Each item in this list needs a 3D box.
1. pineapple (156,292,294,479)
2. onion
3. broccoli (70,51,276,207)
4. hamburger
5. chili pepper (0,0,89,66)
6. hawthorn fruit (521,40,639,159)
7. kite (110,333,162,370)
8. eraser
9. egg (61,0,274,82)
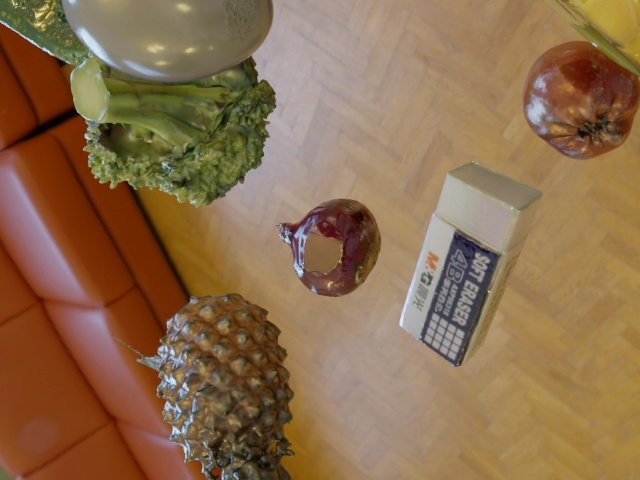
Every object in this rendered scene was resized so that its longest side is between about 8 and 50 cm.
[{"bbox_3d":[-0.094,0.226,0.814,0.361,0.175,0.175,-112,20,-45],"label":"pineapple"},{"bbox_3d":[0.000,0.000,1.370,0.218,0.195,0.140,21,179,22],"label":"onion"},{"bbox_3d":[-0.197,-0.172,0.936,0.288,0.260,0.235,16,132,30],"label":"broccoli"},{"bbox_3d":[0.569,-0.513,1.316,0.396,0.396,0.277,42,110,7],"label":"hamburger"},{"bbox_3d":[-0.378,-0.338,1.120,0.270,0.136,0.099,35,166,-17],"label":"chili pepper"},{"bbox_3d":[0.603,-0.328,1.669,0.284,0.284,0.284,24,135,26],"label":"hawthorn fruit"},{"bbox_3d":[-0.317,0.214,1.303,0.152,0.005,0.137,40,151,-19],"label":"kite"},{"bbox_3d":[0.215,0.037,1.056,0.130,0.086,0.287,32,128,30],"label":"eraser"},{"bbox_3d":[-0.144,-0.225,0.681,0.199,0.146,0.146,6,137,-10],"label":"egg"}]
